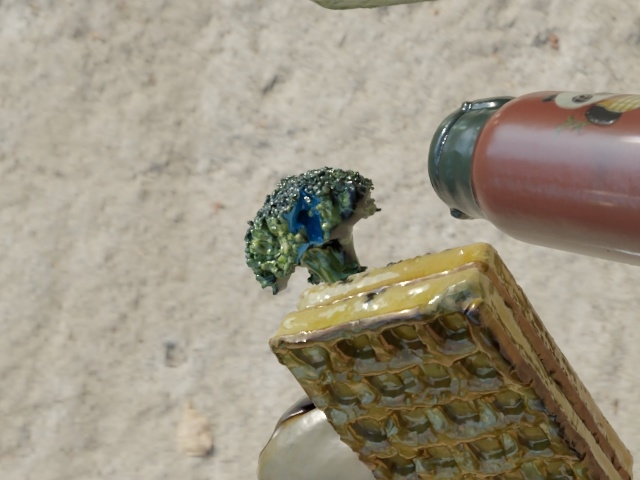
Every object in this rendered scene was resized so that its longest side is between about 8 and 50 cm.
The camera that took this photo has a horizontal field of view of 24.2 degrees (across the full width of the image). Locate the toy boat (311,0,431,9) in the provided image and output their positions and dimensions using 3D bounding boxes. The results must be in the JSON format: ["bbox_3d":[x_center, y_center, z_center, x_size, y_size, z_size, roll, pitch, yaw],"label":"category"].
[{"bbox_3d":[0.099,-0.255,1.379,0.293,0.093,0.055,-6,83,15],"label":"toy boat"}]

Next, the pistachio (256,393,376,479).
[{"bbox_3d":[0.033,0.134,0.913,0.149,0.113,0.113,-11,77,25],"label":"pistachio"}]

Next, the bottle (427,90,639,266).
[{"bbox_3d":[0.224,-0.053,1.237,0.336,0.144,0.144,10,88,52],"label":"bottle"}]

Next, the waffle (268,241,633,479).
[{"bbox_3d":[0.058,0.069,0.621,0.102,0.148,0.042,-16,36,33],"label":"waffle"}]

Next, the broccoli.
[{"bbox_3d":[0.000,0.000,1.629,0.167,0.154,0.160,-35,77,-1],"label":"broccoli"}]
